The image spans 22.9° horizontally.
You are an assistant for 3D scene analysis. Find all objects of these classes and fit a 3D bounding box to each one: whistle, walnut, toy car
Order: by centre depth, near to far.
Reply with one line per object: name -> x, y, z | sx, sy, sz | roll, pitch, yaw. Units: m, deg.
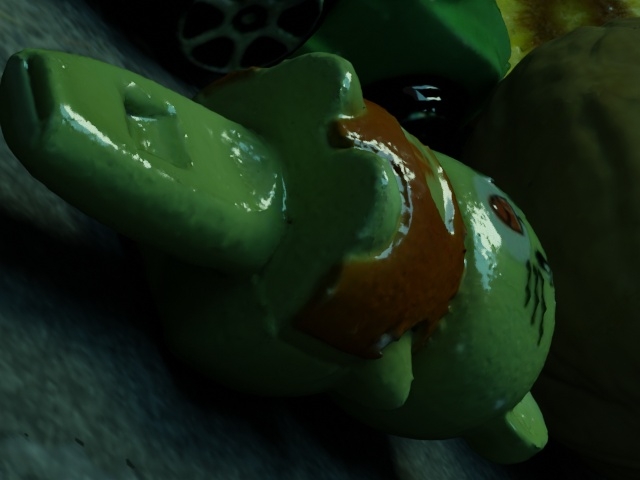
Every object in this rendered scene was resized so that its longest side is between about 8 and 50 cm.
whistle -> 0.000, 0.000, 0.573 | 0.288, 0.106, 0.131 | 29, 35, -48
toy car -> -0.010, -0.188, 0.795 | 0.359, 0.176, 0.213 | 29, 30, -51
walnut -> 0.172, 0.009, 0.808 | 0.225, 0.225, 0.261 | 35, 30, -40

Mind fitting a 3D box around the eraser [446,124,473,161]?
eraser -> 0.136, -0.057, 1.040 | 0.092, 0.046, 0.212 | -2, 49, -30

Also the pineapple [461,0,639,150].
pineapple -> 0.151, -0.129, 1.001 | 0.225, 0.225, 0.076 | 58, -19, 19
